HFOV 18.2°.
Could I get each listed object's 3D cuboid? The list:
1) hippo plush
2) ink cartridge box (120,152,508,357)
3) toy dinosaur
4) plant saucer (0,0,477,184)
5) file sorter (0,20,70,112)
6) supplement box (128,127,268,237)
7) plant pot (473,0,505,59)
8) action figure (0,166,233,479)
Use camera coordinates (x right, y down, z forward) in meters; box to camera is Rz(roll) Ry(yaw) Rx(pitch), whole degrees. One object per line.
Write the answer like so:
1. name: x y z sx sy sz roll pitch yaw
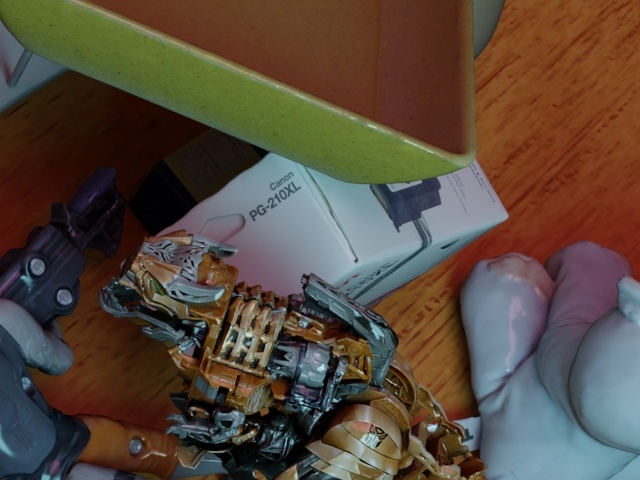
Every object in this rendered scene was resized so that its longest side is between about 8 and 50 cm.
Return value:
1. hippo plush: 0.212 0.085 1.491 0.294 0.236 0.234 -15 74 -26
2. ink cartridge box: 0.000 0.000 1.428 0.237 0.172 0.100 -15 73 -59
3. toy dinosaur: -0.008 0.125 1.249 0.322 0.218 0.164 48 36 0
4. plant saucer: -0.061 -0.171 1.335 0.333 0.081 0.333 22 33 -11
5. file sorter: -0.267 -0.209 1.472 0.278 0.173 0.193 -36 84 -30
6. supplement box: -0.089 -0.041 1.518 0.083 0.083 0.056 -35 84 -29
7. plant pot: 0.035 -0.283 1.579 0.284 0.191 0.284 7 55 -10
8. action figure: -0.180 0.102 1.363 0.330 0.178 0.341 39 68 -19
